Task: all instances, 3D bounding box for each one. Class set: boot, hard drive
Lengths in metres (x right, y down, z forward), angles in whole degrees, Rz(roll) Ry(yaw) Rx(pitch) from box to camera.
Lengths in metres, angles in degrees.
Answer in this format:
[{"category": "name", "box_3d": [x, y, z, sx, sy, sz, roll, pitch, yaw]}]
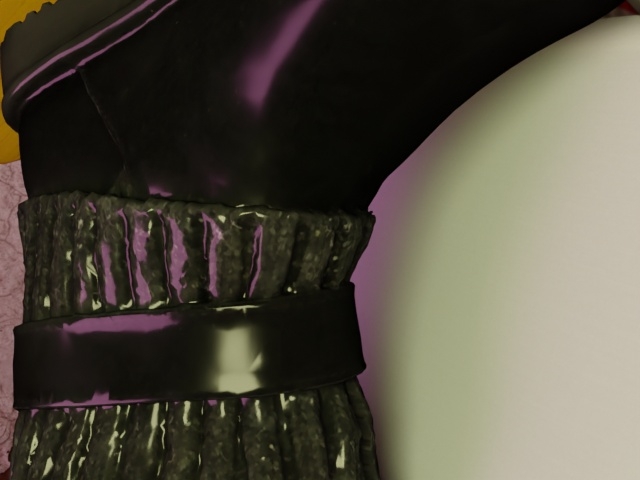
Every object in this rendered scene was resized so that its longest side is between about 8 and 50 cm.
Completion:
[{"category": "boot", "box_3d": [0.002, 0.001, 0.430, 0.348, 0.131, 0.260, -22, 65, 39]}, {"category": "hard drive", "box_3d": [0.086, 0.021, 0.475, 0.047, 0.233, 0.353, 20, 180, -20]}]

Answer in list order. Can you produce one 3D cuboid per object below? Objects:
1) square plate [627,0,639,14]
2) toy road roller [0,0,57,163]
[{"category": "square plate", "box_3d": [0.204, -0.095, 0.328, 0.344, 0.049, 0.347, 55, 166, 23]}, {"category": "toy road roller", "box_3d": [-0.073, -0.172, 0.636, 0.240, 0.329, 0.202, 33, -155, -36]}]
